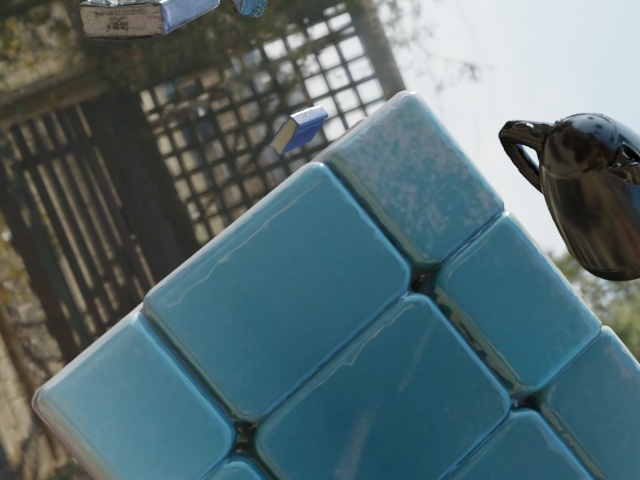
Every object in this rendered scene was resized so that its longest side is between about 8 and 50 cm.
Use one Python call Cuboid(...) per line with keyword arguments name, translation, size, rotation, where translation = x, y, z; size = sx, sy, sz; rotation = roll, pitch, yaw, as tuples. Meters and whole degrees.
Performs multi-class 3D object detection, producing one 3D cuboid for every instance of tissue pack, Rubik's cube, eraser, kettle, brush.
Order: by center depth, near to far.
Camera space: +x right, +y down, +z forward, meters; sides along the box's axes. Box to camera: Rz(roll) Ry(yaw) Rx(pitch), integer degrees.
Cuboid(name="Rubik's cube", translation=(0.007, 0.131, 0.846), size=(0.316, 0.322, 0.319), rotation=(51, -17, -2))
Cuboid(name="tissue pack", translation=(-0.203, -0.282, 1.380), size=(0.156, 0.112, 0.051), rotation=(-50, 137, -59))
Cuboid(name="eraser", translation=(-0.031, -0.165, 1.691), size=(0.027, 0.063, 0.085), rotation=(45, 35, 11))
Cuboid(name="kettle", translation=(0.426, -0.104, 1.766), size=(0.271, 0.207, 0.250), rotation=(45, 17, -41))
Cuboid(name="brush", translation=(-0.148, -0.409, 1.904), size=(0.196, 0.021, 0.070), rotation=(-13, 119, -59))
